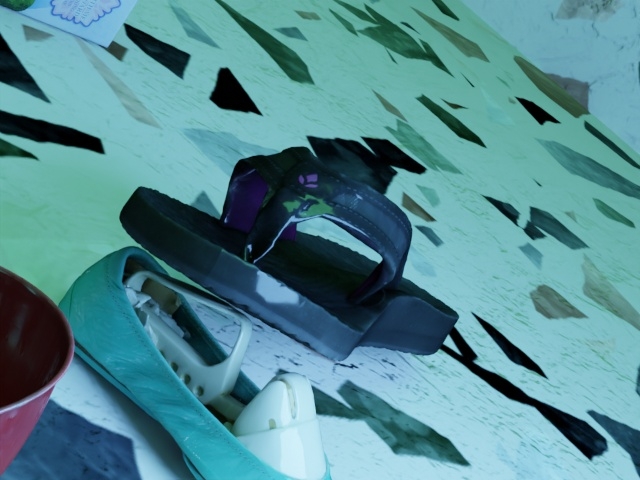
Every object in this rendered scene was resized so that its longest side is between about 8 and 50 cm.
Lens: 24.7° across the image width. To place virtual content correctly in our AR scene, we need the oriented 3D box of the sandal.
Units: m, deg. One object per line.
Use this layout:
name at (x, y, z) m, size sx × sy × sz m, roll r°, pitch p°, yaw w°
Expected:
sandal at (-0.002, -0.001, 1.002) m, size 0.167 × 0.107 × 0.446 m, roll 31°, pitch 5°, yaw 17°

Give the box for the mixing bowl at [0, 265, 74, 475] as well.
mixing bowl at (-0.206, 0.074, 0.644) m, size 0.181 × 0.098 × 0.181 m, roll 12°, pitch 21°, yaw -5°

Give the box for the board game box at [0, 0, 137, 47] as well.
board game box at (-0.233, -0.348, 1.206) m, size 0.318 × 0.319 × 0.066 m, roll 18°, pitch 30°, yaw -38°

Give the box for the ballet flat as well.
ballet flat at (-0.058, 0.094, 0.879) m, size 0.247 × 0.087 × 0.083 m, roll 43°, pitch 22°, yaw 15°
